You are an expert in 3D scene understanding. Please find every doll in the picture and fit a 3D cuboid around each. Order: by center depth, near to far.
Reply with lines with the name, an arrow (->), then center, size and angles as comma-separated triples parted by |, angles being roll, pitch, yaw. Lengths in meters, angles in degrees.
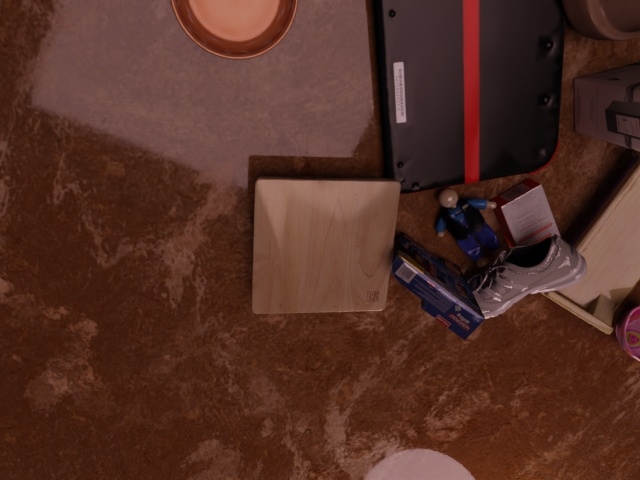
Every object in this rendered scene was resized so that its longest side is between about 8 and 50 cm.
doll -> 0.295, -0.035, 1.082 | 0.129, 0.046, 0.189 | -35, 115, 19

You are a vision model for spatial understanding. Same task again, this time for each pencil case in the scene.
pencil case -> 0.691, 0.196, 1.142 | 0.124, 0.124, 0.284 | -51, 155, 10

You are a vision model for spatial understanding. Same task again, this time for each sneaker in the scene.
sneaker -> 0.363, 0.062, 1.075 | 0.281, 0.105, 0.115 | -29, 121, 26

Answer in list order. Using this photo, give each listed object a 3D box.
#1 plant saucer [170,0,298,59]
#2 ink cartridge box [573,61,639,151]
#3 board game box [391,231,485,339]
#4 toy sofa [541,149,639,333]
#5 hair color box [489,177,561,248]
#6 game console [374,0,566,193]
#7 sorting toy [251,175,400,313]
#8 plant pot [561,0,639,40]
plant saucer -> -0.135, -0.390, 0.859 | 0.200, 0.037, 0.200 | -4, 111, -10
ink cartridge box -> 0.610, -0.236, 0.943 | 0.198, 0.273, 0.114 | -15, 114, -5
board game box -> 0.216, 0.074, 1.055 | 0.194, 0.194, 0.060 | 37, 110, -1
toy sofa -> 0.611, -0.005, 1.124 | 0.150, 0.177, 0.362 | 32, 104, 4
hair color box -> 0.422, -0.031, 1.109 | 0.093, 0.053, 0.167 | -30, 113, 2
game console -> 0.271, -0.287, 0.980 | 0.342, 0.060, 0.386 | -9, 113, -4
sorting toy -> 0.000, 0.000, 1.015 | 0.256, 0.089, 0.257 | 0, 112, -11
plant pot -> 0.551, -0.440, 0.840 | 0.263, 0.229, 0.263 | -11, 116, -24
